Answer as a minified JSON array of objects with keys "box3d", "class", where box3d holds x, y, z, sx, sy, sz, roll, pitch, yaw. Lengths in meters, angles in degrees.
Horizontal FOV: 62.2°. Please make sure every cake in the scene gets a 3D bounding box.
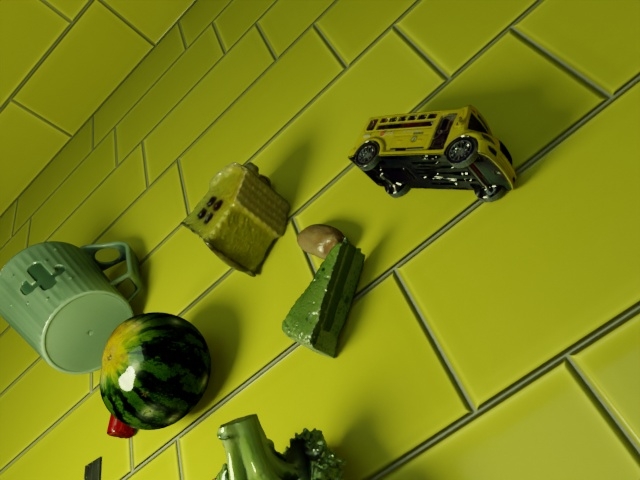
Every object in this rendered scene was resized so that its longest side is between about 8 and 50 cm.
[{"box3d":[0.030,0.119,1.072,0.099,0.100,0.235,32,88,46],"class":"cake"}]

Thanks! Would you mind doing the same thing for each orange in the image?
[{"box3d":[-0.168,-0.134,1.444,0.086,0.062,0.086,-55,-1,-2],"class":"orange"}]

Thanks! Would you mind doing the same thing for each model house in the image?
[{"box3d":[-0.192,-0.062,1.327,0.234,0.193,0.175,-52,41,-1],"class":"model house"}]

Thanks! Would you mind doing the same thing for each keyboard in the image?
[{"box3d":[-0.586,0.663,1.352,0.067,0.011,0.202,-34,46,19],"class":"keyboard"}]

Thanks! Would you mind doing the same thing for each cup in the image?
[{"box3d":[-0.749,0.163,1.613,0.392,0.310,0.401,24,83,42],"class":"cup"}]

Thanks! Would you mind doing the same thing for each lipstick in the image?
[{"box3d":[-0.508,0.381,1.418,0.073,0.073,0.280,-22,51,31],"class":"lipstick"}]

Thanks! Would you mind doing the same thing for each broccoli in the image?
[{"box3d":[-0.074,0.425,0.877,0.288,0.235,0.260,-23,57,22],"class":"broccoli"}]

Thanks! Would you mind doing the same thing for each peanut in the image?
[{"box3d":[0.000,0.000,1.197,0.152,0.076,0.076,19,78,52],"class":"peanut"}]

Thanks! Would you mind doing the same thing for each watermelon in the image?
[{"box3d":[-0.380,0.293,1.227,0.269,0.269,0.269,-23,51,31],"class":"watermelon"}]

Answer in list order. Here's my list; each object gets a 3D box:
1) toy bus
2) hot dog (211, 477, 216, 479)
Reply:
[{"box3d":[0.223,-0.177,1.053,0.331,0.145,0.151,7,68,45],"class":"toy bus"},{"box3d":[-0.196,0.524,1.046,0.147,0.065,0.099,-40,34,18],"class":"hot dog"}]
